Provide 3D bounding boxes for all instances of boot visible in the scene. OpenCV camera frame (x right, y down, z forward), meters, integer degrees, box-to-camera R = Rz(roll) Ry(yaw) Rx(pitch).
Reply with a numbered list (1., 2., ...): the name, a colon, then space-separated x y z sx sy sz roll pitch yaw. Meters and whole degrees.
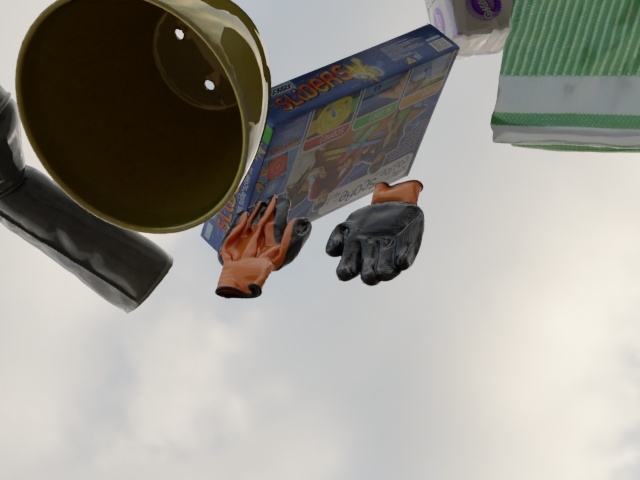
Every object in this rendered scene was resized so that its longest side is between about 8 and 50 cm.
1. boot: -0.216 -0.027 1.426 0.208 0.190 0.076 40 -111 -5

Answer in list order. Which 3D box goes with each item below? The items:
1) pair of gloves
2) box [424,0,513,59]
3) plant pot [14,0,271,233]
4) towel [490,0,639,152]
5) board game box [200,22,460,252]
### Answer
1. pair of gloves: 0.000 0.000 0.680 0.083 0.074 0.010 -4 -59 13
2. box: 0.097 -0.308 1.377 0.063 0.067 0.324 -9 -102 -12
3. plant pot: -0.078 -0.084 0.901 0.095 0.134 0.134 -47 -44 -53
4. towel: 0.228 -0.216 1.117 0.038 0.248 0.324 12 -93 -39
5. board game box: 0.008 -0.074 1.271 0.201 0.035 0.136 -26 -31 -41
